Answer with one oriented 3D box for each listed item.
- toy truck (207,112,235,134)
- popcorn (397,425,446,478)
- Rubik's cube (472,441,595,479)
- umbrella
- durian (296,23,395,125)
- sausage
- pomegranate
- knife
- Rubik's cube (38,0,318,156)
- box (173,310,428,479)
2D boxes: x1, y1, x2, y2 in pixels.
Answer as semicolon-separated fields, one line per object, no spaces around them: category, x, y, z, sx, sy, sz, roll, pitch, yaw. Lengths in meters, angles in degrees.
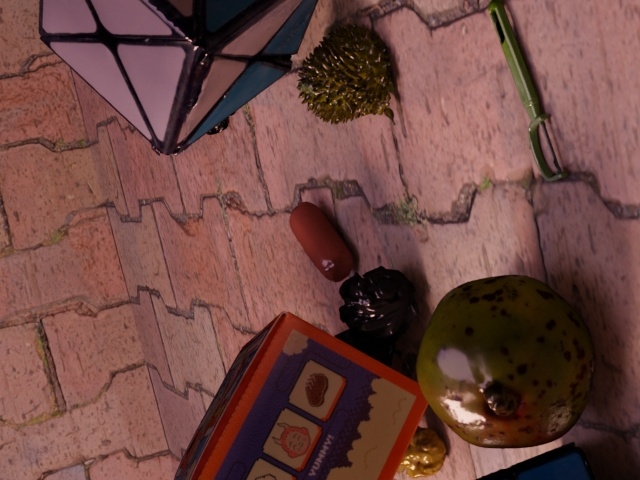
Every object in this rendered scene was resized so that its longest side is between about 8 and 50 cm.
toy truck;-0.222;-0.292;2.075;0.257;0.127;0.127;-46;61;61
popcorn;0.147;0.307;1.667;0.084;0.084;0.084;48;147;48
Rubik's cube;0.238;0.340;1.260;0.180;0.167;0.183;65;-175;-77
umbrella;0.078;0.145;1.697;0.340;0.118;0.118;93;154;-61
durian;0.024;-0.226;1.564;0.221;0.096;0.137;18;122;57
sausage;0.000;0.000;1.813;0.154;0.062;0.062;55;152;38
pomegranate;0.195;0.134;1.264;0.246;0.198;0.198;-175;70;-71
knife;0.221;-0.163;1.234;0.054;0.015;0.212;141;111;-75
Rubik's cube;-0.191;-0.358;1.616;0.310;0.305;0.307;44;149;9
box;-0.051;0.318;1.660;0.257;0.318;0.348;28;163;-4
